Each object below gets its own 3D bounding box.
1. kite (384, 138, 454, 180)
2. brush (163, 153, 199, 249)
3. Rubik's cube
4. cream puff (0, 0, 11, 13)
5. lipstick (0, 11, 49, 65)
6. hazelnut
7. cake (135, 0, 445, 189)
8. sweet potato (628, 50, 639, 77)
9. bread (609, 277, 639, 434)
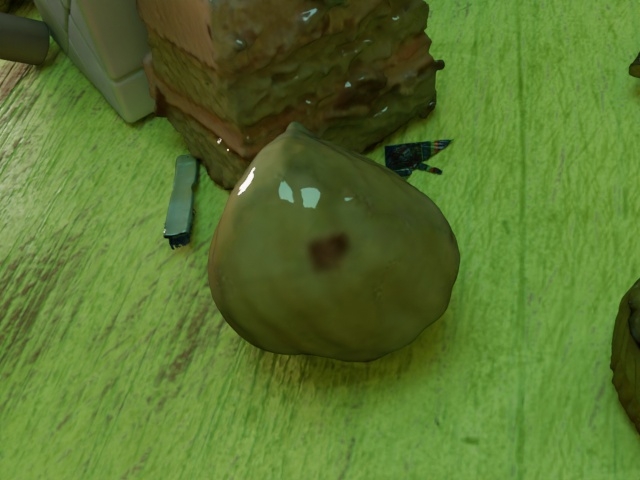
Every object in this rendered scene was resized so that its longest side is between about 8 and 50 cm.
[{"bbox_3d":[0.113,-0.099,1.130,0.090,0.004,0.122,28,60,31],"label":"kite"},{"bbox_3d":[-0.171,-0.053,1.136,0.033,0.030,0.179,-14,37,9],"label":"brush"},{"bbox_3d":[-0.251,-0.420,1.281,0.315,0.319,0.322,-31,49,-15],"label":"Rubik's cube"},{"bbox_3d":[-0.545,-0.460,1.474,0.194,0.221,0.195,-2,85,22],"label":"cream puff"},{"bbox_3d":[-0.527,-0.309,1.308,0.254,0.070,0.070,2,32,-44],"label":"lipstick"},{"bbox_3d":[0.000,0.000,0.901,0.261,0.261,0.241,-1,84,11],"label":"hazelnut"},{"bbox_3d":[-0.055,-0.264,1.109,0.314,0.307,0.293,-35,50,-19],"label":"cake"},{"bbox_3d":[0.503,-0.277,1.166,0.285,0.085,0.112,-28,83,-27],"label":"sweet potato"},{"bbox_3d":[0.395,0.097,0.809,0.253,0.143,0.227,-27,48,-16],"label":"bread"}]
